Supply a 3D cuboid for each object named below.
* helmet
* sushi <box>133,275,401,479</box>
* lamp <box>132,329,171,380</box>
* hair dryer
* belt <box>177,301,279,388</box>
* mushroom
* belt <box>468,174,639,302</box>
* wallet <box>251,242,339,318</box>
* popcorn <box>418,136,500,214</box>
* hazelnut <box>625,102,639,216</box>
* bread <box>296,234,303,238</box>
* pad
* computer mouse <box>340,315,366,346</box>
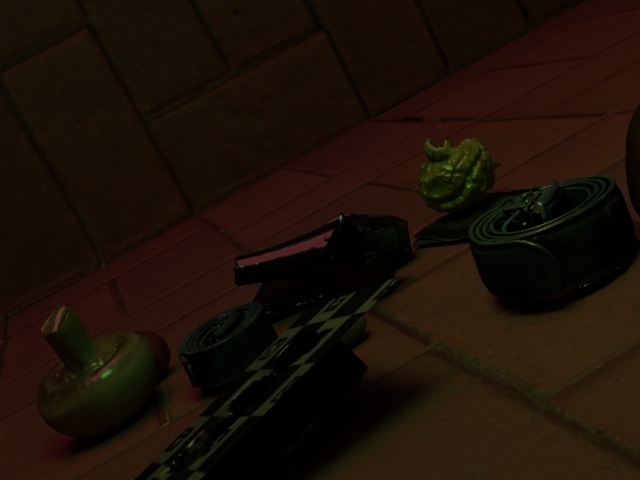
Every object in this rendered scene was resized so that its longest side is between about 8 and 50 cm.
[{"bbox_3d":[0.082,0.062,1.823,0.111,0.057,0.089,-20,-30,13],"label":"helmet"},{"bbox_3d":[-0.052,0.219,1.392,0.373,0.100,0.296,-44,8,-23],"label":"sushi"},{"bbox_3d":[-0.314,0.207,2.020,0.107,0.092,0.107,-11,47,12],"label":"lamp"},{"bbox_3d":[0.000,0.000,1.831,0.304,0.120,0.359,-8,-10,-1],"label":"hair dryer"},{"bbox_3d":[-0.144,0.168,1.822,0.141,0.082,0.190,-20,12,21],"label":"belt"},{"bbox_3d":[-0.377,0.203,1.869,0.207,0.215,0.207,-23,26,12],"label":"mushroom"},{"bbox_3d":[0.295,-0.006,1.488,0.206,0.116,0.267,-21,10,11],"label":"belt"},{"bbox_3d":[-0.023,0.058,2.116,0.170,0.044,0.321,-15,18,15],"label":"wallet"},{"bbox_3d":[0.233,-0.108,1.989,0.141,0.162,0.135,-46,45,17],"label":"popcorn"},{"bbox_3d":[0.457,-0.090,1.327,0.217,0.217,0.251,-22,3,25],"label":"hazelnut"},{"bbox_3d":[-0.041,0.021,2.339,0.036,0.047,0.083,5,20,7],"label":"bread"},{"bbox_3d":[0.272,-0.041,1.938,0.174,0.022,0.233,-33,13,-26],"label":"pad"},{"bbox_3d":[0.026,0.139,1.669,0.096,0.039,0.066,-37,12,-6],"label":"computer mouse"}]
